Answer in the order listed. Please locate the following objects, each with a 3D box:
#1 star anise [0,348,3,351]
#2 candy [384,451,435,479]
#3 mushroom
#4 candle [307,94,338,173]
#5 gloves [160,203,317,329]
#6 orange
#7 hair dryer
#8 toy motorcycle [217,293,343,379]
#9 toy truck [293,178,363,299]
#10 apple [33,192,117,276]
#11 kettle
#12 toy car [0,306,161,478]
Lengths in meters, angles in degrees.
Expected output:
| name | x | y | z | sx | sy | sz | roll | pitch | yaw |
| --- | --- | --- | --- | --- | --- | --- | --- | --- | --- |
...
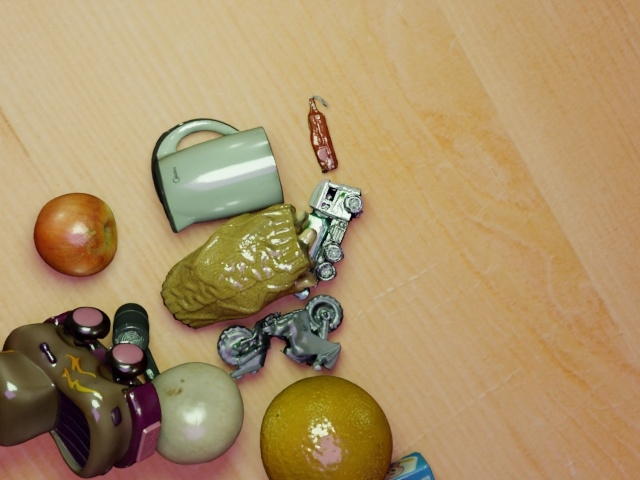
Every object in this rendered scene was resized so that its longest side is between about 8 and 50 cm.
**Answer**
| name | x | y | z | sx | sy | sz | roll | pitch | yaw |
| --- | --- | --- | --- | --- | --- | --- | --- | --- | --- |
| star anise | -0.647 | 0.261 | 1.660 | 0.141 | 0.042 | 0.141 | 0 | 92 | -7 |
| candy | 0.199 | 0.622 | 1.779 | 0.157 | 0.100 | 0.305 | -20 | 94 | -7 |
| mushroom | -0.250 | 0.347 | 1.651 | 0.204 | 0.204 | 0.204 | 0 | 93 | -9 |
| candle | 0.002 | -0.221 | 1.736 | 0.053 | 0.048 | 0.162 | -17 | 94 | -37 |
| gloves | -0.148 | 0.064 | 1.615 | 0.356 | 0.155 | 0.203 | -31 | 111 | 22 |
| orange | 0.012 | 0.402 | 1.658 | 0.274 | 0.274 | 0.274 | 0 | 93 | -9 |
| hair dryer | -0.352 | 0.240 | 1.678 | 0.072 | 0.124 | 0.219 | -19 | 112 | -5 |
| toy motorcycle | -0.069 | 0.216 | 1.718 | 0.271 | 0.106 | 0.159 | -20 | 90 | -11 |
| toy truck | 0.000 | 0.000 | 1.717 | 0.124 | 0.114 | 0.253 | 21 | 89 | 2 |
| apple | -0.471 | -0.012 | 1.619 | 0.139 | 0.163 | 0.163 | -2 | 93 | 5 |
| kettle | -0.214 | -0.143 | 1.661 | 0.237 | 0.161 | 0.221 | -17 | 75 | -5 |
| toy car | -0.470 | 0.293 | 1.530 | 0.341 | 0.240 | 0.271 | 34 | 125 | 25 |
